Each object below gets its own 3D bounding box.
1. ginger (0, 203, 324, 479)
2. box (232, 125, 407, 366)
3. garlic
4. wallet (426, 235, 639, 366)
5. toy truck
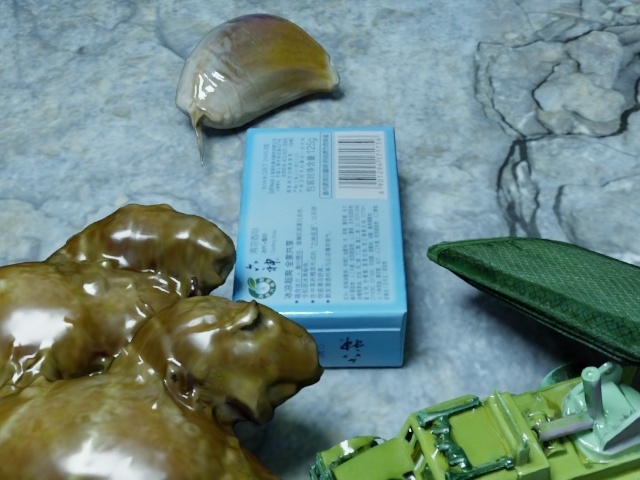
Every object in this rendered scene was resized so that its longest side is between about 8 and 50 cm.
[{"bbox_3d":[-0.148,0.118,0.675,0.274,0.152,0.357,-29,50,-16],"label":"ginger"},{"bbox_3d":[0.000,0.000,0.836,0.142,0.083,0.232,-1,49,1],"label":"box"},{"bbox_3d":[-0.085,-0.167,0.991,0.198,0.090,0.128,-32,67,-30],"label":"garlic"},{"bbox_3d":[0.214,0.045,0.732,0.160,0.055,0.236,2,14,-37],"label":"wallet"},{"bbox_3d":[0.125,0.151,0.661,0.259,0.135,0.128,-16,49,-9],"label":"toy truck"}]
